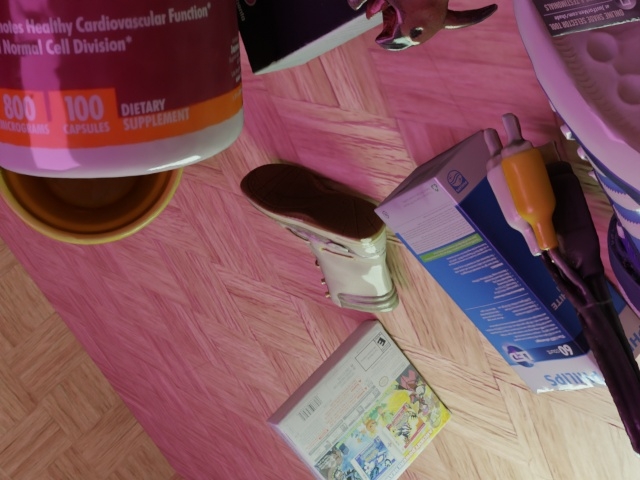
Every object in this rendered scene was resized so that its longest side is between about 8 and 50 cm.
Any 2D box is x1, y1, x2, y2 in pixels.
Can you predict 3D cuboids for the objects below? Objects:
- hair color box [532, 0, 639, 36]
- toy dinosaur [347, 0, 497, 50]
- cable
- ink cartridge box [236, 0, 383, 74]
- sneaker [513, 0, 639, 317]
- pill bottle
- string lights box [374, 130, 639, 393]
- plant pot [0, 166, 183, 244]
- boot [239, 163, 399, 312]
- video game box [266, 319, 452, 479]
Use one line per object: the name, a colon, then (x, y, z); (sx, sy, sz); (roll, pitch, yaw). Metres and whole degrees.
hair color box: (0.184, -0.177, 0.535); (0.072, 0.141, 0.043); (2, 135, 55)
toy dinosaur: (0.107, -0.238, 0.462); (0.200, 0.127, 0.295); (39, 139, -27)
cable: (0.200, 0.039, 0.779); (0.139, 0.072, 0.287); (53, -157, -72)
ink cartridge box: (0.024, -0.253, 0.703); (0.371, 0.069, 0.176); (-10, 99, 59)
sneaker: (0.232, -0.044, 0.686); (0.323, 0.130, 0.236); (52, 167, 12)
pill bottle: (-0.181, -0.264, 0.745); (0.224, 0.224, 0.392); (20, 121, 44)
string lights box: (0.185, 0.030, 0.931); (0.260, 0.077, 0.133); (48, 156, -7)
plant pot: (-0.320, -0.122, 1.318); (0.254, 0.254, 0.239); (49, 171, -8)
boot: (0.000, 0.000, 1.176); (0.213, 0.077, 0.165); (25, 150, 32)
video game box: (0.058, 0.245, 1.309); (0.187, 0.205, 0.048); (52, 159, -12)
